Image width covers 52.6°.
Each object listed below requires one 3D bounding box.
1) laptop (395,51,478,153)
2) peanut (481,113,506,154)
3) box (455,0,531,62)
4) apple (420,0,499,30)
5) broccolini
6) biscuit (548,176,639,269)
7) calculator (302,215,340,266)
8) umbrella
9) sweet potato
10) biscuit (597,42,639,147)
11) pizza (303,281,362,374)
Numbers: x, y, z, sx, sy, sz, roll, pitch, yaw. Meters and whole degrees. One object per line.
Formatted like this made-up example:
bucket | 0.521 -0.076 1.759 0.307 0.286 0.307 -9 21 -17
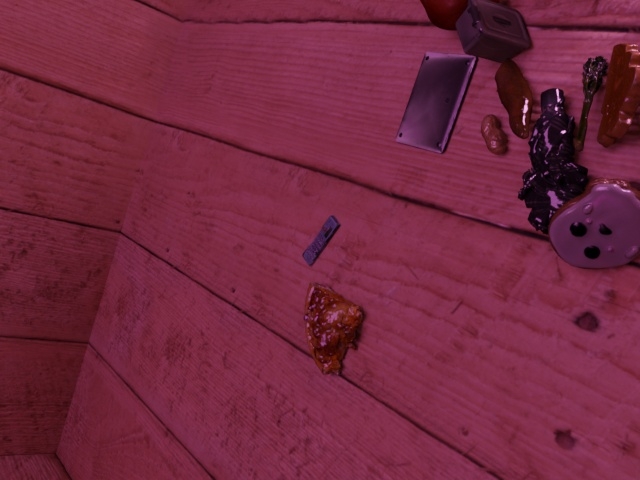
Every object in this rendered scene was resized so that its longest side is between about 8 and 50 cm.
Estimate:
laptop | 0.310 -0.381 1.766 0.187 0.015 0.269 25 99 48
peanut | 0.425 -0.261 1.588 0.054 0.054 0.113 -34 57 37
box | 0.415 -0.507 1.583 0.093 0.172 0.124 -43 49 51
apple | 0.340 -0.668 1.633 0.216 0.260 0.260 -25 61 20
broccolini | 0.571 -0.295 1.389 0.051 0.054 0.239 6 66 37
biscuit | 0.561 -0.019 1.296 0.181 0.049 0.208 43 126 -4
calculator | 0.000 0.000 2.004 0.172 0.018 0.057 -54 48 22
umbrella | 0.520 -0.182 1.411 0.154 0.128 0.337 2 78 50
sweet potato | 0.466 -0.327 1.535 0.077 0.077 0.244 -33 50 38
biscuit | 0.621 -0.313 1.327 0.041 0.212 0.239 10 61 9
pizza | 0.030 0.236 1.861 0.228 0.081 0.290 -26 60 40
